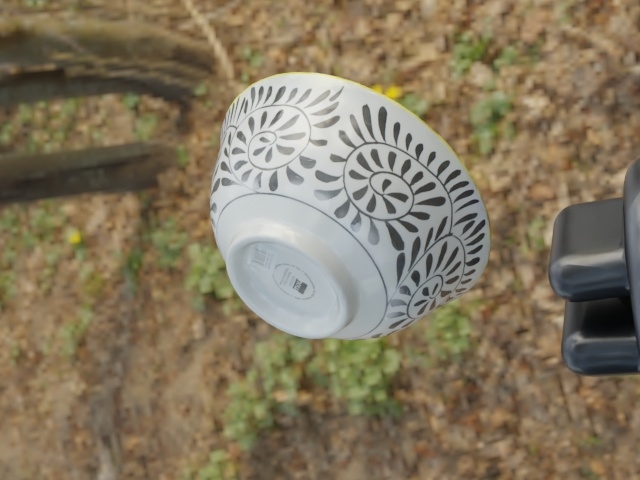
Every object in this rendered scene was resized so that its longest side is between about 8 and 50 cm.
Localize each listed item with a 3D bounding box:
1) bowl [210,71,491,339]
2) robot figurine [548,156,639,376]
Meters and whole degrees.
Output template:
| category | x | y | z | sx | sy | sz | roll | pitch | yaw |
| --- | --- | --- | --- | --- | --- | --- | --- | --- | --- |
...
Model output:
| category | x | y | z | sx | sy | sz | roll | pitch | yaw |
| --- | --- | --- | --- | --- | --- | --- | --- | --- | --- |
| bowl | 0.000 | 0.000 | 0.849 | 0.170 | 0.080 | 0.170 | 20 | 140 | 18 |
| robot figurine | 0.292 | 0.018 | 1.011 | 0.209 | 0.278 | 0.174 | 54 | -148 | -61 |
